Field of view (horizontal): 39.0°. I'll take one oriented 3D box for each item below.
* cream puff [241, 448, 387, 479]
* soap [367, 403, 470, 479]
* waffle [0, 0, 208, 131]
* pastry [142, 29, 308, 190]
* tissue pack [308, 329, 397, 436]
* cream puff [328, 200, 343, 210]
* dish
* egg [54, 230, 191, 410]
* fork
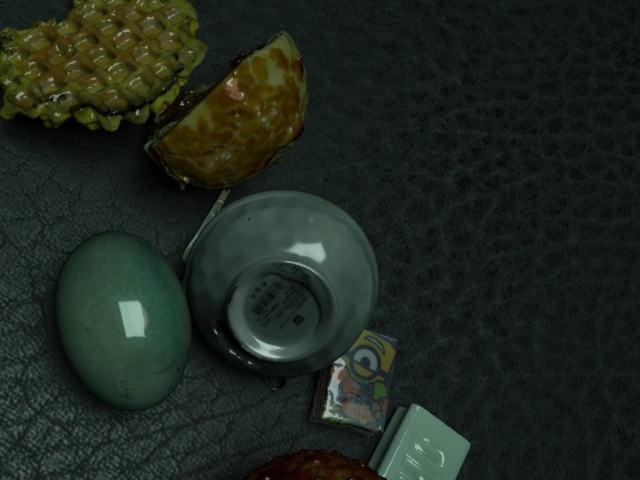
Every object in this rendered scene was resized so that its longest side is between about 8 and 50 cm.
[{"bbox_3d":[-0.027,0.425,1.154,0.350,0.228,0.350,-5,99,-29],"label":"cream puff"},{"bbox_3d":[0.127,0.357,1.340,0.119,0.066,0.198,36,64,-10],"label":"soap"},{"bbox_3d":[-0.309,-0.261,1.262,0.281,0.058,0.301,18,54,12],"label":"waffle"},{"bbox_3d":[-0.115,-0.164,1.266,0.256,0.237,0.170,-33,109,5],"label":"pastry"},{"bbox_3d":[0.051,0.209,1.350,0.108,0.060,0.148,18,70,-19],"label":"tissue pack"},{"bbox_3d":[0.001,0.000,1.345,0.156,0.156,0.121,15,87,-21],"label":"cream puff"},{"bbox_3d":[-0.055,0.080,1.226,0.303,0.120,0.303,-1,107,-3],"label":"dish"},{"bbox_3d":[-0.254,0.104,1.173,0.169,0.169,0.236,-17,82,-28],"label":"egg"},{"bbox_3d":[-0.149,-0.057,1.356,0.034,0.028,0.219,34,68,-21],"label":"fork"}]
